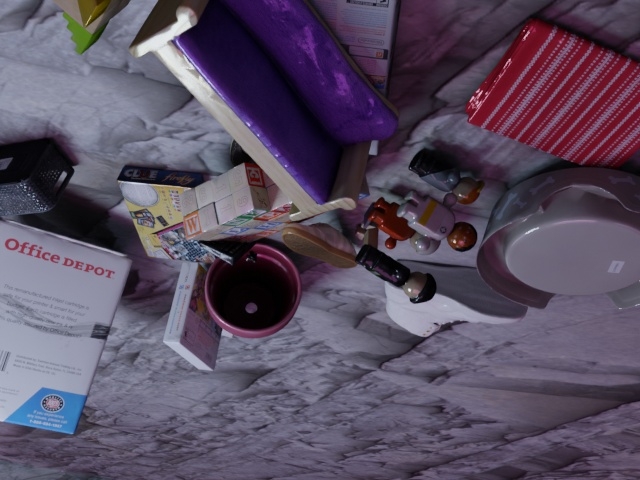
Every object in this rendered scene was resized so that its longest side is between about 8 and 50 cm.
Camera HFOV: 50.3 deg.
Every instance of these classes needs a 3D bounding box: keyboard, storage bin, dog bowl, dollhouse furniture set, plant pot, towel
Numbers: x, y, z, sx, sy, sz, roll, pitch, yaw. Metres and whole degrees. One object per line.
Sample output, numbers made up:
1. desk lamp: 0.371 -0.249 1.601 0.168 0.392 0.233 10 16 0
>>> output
1. keyboard: -0.167 0.008 1.346 0.108 0.180 0.023 30 106 1
2. storage bin: -0.595 -0.122 1.340 0.180 0.122 0.084 -4 139 20
3. dog bowl: 0.454 0.004 1.197 0.349 0.102 0.348 8 149 5
4. dollhouse furniture set: 0.116 0.007 1.311 0.081 0.114 0.091 17 140 -12
5. plant pot: -0.151 0.126 1.484 0.201 0.201 0.180 16 157 -4
6. towel: 0.382 -0.210 1.032 0.275 0.031 0.199 19 140 -11

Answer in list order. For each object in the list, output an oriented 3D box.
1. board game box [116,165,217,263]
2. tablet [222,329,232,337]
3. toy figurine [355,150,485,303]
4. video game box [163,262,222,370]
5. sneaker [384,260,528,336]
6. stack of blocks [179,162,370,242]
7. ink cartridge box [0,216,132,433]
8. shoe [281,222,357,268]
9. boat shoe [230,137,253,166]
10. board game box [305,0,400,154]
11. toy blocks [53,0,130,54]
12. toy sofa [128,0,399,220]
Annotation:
1. board game box: -0.307 -0.047 1.417 0.165 0.042 0.243 6 141 8
2. tablet: -0.268 0.231 1.781 0.083 0.006 0.054 16 142 -5
3. toy figurine: 0.178 -0.023 1.171 0.148 0.213 0.209 31 127 -9
4. video game box: -0.274 0.174 1.536 0.048 0.187 0.205 4 154 16
5. sneaker: 0.279 0.139 1.445 0.293 0.108 0.169 14 145 14
6. stack of blocks: -0.085 -0.081 1.213 0.297 0.087 0.171 -20 166 34
7. ink cartridge box: -0.608 0.175 1.454 0.286 0.394 0.166 20 175 -25
8. shoe: 0.000 0.000 1.322 0.077 0.058 0.219 -7 159 33
9. boat shoe: -0.126 -0.173 1.203 0.056 0.049 0.152 23 141 -13
10. board game box: -0.005 -0.279 1.002 0.224 0.097 0.303 10 140 5
11. toy blocks: -0.309 -0.451 0.833 0.261 0.190 0.381 40 136 -15
12. toy sofa: -0.055 -0.202 0.915 0.177 0.150 0.362 -16 133 34
